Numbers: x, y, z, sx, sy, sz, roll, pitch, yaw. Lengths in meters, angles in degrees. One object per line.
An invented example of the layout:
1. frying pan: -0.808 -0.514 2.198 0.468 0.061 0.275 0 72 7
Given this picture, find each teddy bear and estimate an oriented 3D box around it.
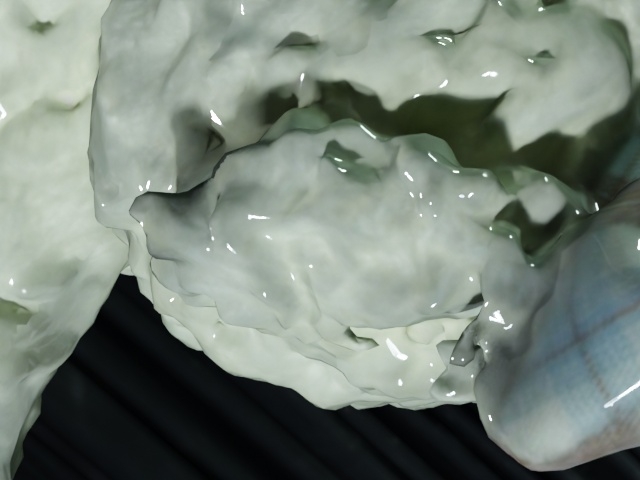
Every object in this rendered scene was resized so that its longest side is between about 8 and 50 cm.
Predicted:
1. teddy bear: 0.000 0.000 0.554 0.362 0.375 0.327 32 56 23
